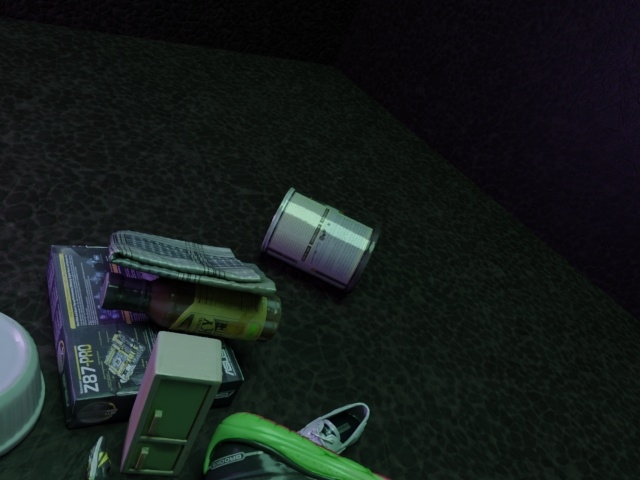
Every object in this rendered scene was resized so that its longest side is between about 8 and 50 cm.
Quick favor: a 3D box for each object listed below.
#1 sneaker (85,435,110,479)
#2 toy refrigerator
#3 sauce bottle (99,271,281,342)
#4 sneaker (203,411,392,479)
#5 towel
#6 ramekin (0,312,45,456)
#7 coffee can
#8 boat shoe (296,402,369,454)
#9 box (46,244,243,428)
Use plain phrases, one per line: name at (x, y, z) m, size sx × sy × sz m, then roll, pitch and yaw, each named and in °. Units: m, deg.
sneaker at (-0.368, 0.369, 0.934) m, size 0.035 × 0.031 × 0.083 m, roll 27°, pitch 34°, yaw -26°
toy refrigerator at (-0.248, 0.279, 0.916) m, size 0.102 × 0.269 × 0.094 m, roll 14°, pitch 35°, yaw -21°
sauce bottle at (-0.252, 0.128, 1.107) m, size 0.344 × 0.111 × 0.111 m, roll 13°, pitch 34°, yaw -24°
sneaker at (0.019, 0.467, 0.928) m, size 0.482 × 0.185 × 0.202 m, roll 22°, pitch 71°, yaw 14°
towel at (-0.268, 0.037, 1.151) m, size 0.324 × 0.056 × 0.312 m, roll 15°, pitch 1°, yaw -20°
ramekin at (-0.586, 0.221, 0.893) m, size 0.272 × 0.127 × 0.273 m, roll 19°, pitch 33°, yaw -13°
coffee can at (0.000, 0.000, 1.555) m, size 0.275 × 0.201 × 0.201 m, roll 26°, pitch 32°, yaw -1°
boat shoe at (0.002, 0.391, 1.107) m, size 0.095 × 0.084 × 0.258 m, roll 42°, pitch 35°, yaw 22°
box at (-0.370, 0.172, 1.149) m, size 0.318 × 0.097 × 0.395 m, roll 3°, pitch 39°, yaw -36°
